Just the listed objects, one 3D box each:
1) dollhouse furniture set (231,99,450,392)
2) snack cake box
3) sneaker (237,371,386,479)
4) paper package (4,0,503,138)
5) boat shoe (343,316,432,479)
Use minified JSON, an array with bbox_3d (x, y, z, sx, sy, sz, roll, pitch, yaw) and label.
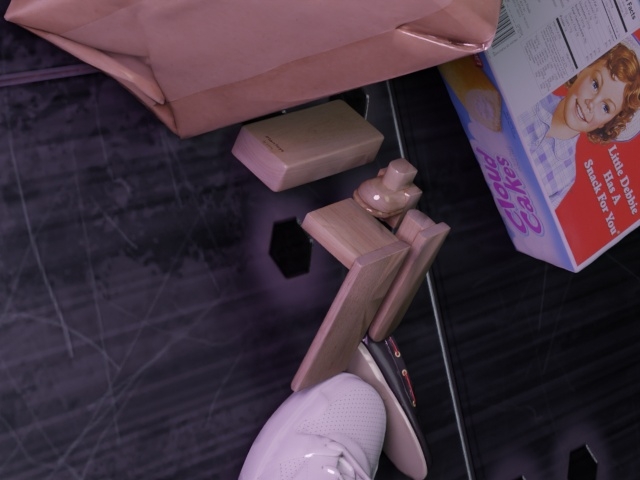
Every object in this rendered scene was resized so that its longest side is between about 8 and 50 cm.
[{"bbox_3d":[0.000,0.000,1.273,0.151,0.123,0.144,42,37,23],"label":"dollhouse furniture set"},{"bbox_3d":[0.197,-0.126,1.419,0.152,0.089,0.264,-36,119,-19],"label":"snack cake box"},{"bbox_3d":[0.014,0.204,1.169,0.108,0.169,0.292,51,49,-26],"label":"sneaker"},{"bbox_3d":[-0.013,-0.262,1.112,0.168,0.309,0.324,33,60,-34],"label":"paper package"},{"bbox_3d":[0.056,0.120,1.314,0.042,0.049,0.133,-35,104,-36],"label":"boat shoe"}]
